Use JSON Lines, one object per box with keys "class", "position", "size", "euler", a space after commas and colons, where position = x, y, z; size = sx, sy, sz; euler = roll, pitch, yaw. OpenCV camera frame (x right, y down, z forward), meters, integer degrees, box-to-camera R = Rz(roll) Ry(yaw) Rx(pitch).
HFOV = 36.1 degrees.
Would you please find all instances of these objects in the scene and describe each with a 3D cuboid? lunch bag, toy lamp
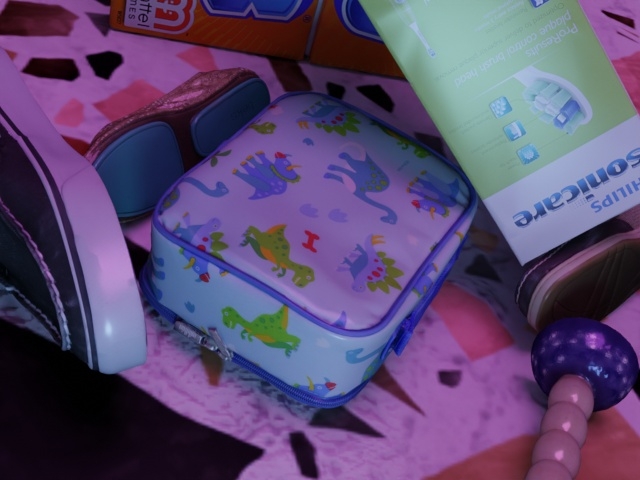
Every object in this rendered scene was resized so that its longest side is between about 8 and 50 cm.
{"class": "lunch bag", "position": [0.000, 0.000, 0.658], "size": [0.176, 0.090, 0.219], "euler": [29, 42, 12]}
{"class": "toy lamp", "position": [0.124, 0.154, 0.548], "size": [0.080, 0.080, 0.275], "euler": [27, 41, 10]}

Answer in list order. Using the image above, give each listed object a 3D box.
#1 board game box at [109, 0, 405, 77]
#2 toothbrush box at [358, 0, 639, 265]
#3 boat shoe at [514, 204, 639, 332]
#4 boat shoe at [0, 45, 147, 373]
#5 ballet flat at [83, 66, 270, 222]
{"class": "board game box", "position": [0.015, -0.409, 0.902], "size": [0.356, 0.356, 0.357], "euler": [7, 43, -11]}
{"class": "toothbrush box", "position": [0.114, -0.158, 0.700], "size": [0.283, 0.122, 0.206], "euler": [57, 16, -18]}
{"class": "boat shoe", "position": [0.208, 0.006, 0.742], "size": [0.223, 0.080, 0.073], "euler": [-23, 47, -39]}
{"class": "boat shoe", "position": [-0.201, -0.024, 0.597], "size": [0.104, 0.113, 0.306], "euler": [-18, 50, -26]}
{"class": "ballet flat", "position": [-0.119, -0.072, 0.724], "size": [0.067, 0.073, 0.206], "euler": [10, 30, 34]}
